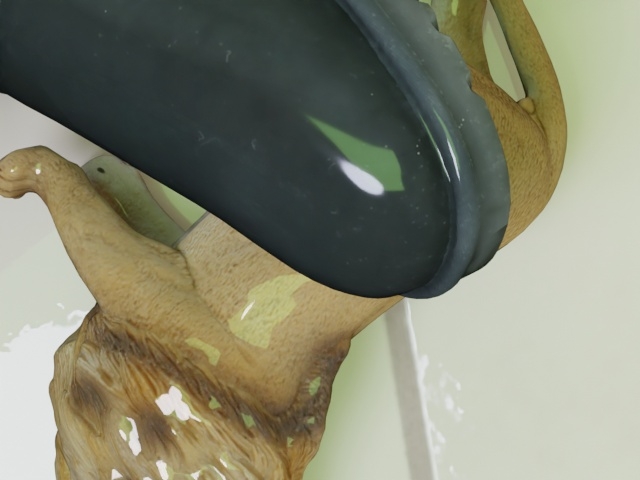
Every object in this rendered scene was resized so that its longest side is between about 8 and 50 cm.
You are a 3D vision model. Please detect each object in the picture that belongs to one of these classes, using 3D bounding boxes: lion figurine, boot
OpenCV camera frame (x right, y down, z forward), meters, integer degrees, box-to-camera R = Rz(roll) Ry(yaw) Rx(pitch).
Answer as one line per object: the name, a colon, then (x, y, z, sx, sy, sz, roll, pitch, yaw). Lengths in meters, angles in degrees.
lion figurine: (0.000, 0.000, 0.770, 0.392, 0.142, 0.240, -41, 75, 9)
boot: (-0.205, -0.030, 0.580, 0.445, 0.146, 0.367, -28, 60, -28)
